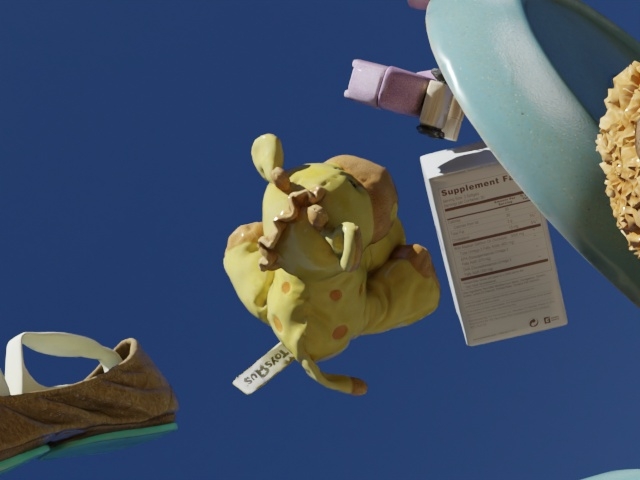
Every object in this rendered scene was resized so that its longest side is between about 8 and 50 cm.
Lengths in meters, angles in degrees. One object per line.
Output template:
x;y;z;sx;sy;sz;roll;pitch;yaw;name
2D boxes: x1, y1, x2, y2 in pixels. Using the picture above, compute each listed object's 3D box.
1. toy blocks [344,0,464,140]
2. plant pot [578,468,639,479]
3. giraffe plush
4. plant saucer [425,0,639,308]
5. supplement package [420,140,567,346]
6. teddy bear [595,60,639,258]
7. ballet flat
0.065;-0.281;1.229;0.288;0.260;0.309;-4;-70;-74;toy blocks
0.323;0.335;1.244;0.165;0.234;0.166;-13;-83;-10;plant pot
0.000;0.000;0.923;0.210;0.181;0.170;-55;-21;-39;giraffe plush
0.195;-0.048;0.677;0.317;0.317;0.044;19;-54;-39;plant saucer
0.172;-0.002;1.172;0.105;0.105;0.179;-13;-75;5;supplement package
0.230;-0.095;0.409;0.113;0.338;0.245;-18;-95;-55;teddy bear
-0.254;0.141;1.001;0.342;0.116;0.124;-8;-107;-55;ballet flat
